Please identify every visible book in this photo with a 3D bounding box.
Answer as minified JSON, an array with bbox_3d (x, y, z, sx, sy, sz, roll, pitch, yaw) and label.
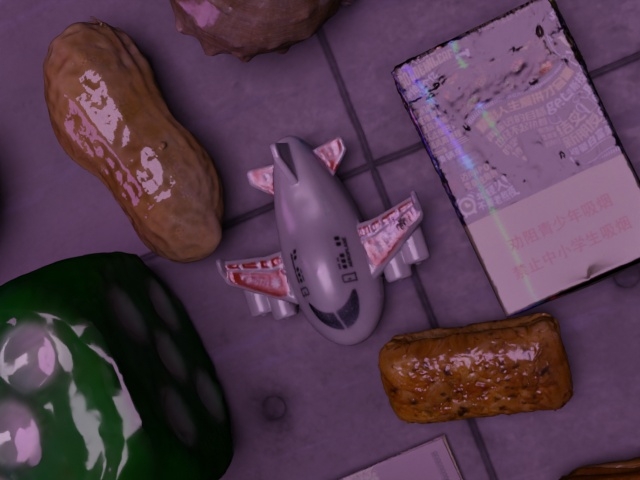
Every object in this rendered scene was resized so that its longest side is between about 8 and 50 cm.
[{"bbox_3d":[0.089,0.320,1.546,0.181,0.014,0.127,-24,87,10],"label":"book"}]

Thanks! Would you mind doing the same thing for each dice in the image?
[{"bbox_3d":[-0.288,0.199,1.500,0.297,0.287,0.300,-29,85,13],"label":"dice"}]

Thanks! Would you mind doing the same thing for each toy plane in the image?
[{"bbox_3d":[0.001,0.000,1.506,0.252,0.118,0.252,2,96,15],"label":"toy plane"}]

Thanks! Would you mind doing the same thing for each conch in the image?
[{"bbox_3d":[-0.045,-0.347,1.464,0.324,0.186,0.263,-21,74,40],"label":"conch"}]

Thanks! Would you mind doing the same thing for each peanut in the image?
[{"bbox_3d":[-0.217,-0.112,1.545,0.149,0.149,0.313,-39,86,13],"label":"peanut"}]

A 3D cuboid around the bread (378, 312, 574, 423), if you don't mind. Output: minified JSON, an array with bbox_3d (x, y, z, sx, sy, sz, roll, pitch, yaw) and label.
[{"bbox_3d":[0.174,0.147,1.478,0.211,0.083,0.114,-10,114,17],"label":"bread"}]

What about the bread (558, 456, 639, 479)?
[{"bbox_3d":[0.398,0.299,1.440,0.271,0.077,0.139,-15,93,16],"label":"bread"}]

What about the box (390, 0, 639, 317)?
[{"bbox_3d":[0.232,-0.091,1.458,0.198,0.084,0.310,-25,87,15],"label":"box"}]
